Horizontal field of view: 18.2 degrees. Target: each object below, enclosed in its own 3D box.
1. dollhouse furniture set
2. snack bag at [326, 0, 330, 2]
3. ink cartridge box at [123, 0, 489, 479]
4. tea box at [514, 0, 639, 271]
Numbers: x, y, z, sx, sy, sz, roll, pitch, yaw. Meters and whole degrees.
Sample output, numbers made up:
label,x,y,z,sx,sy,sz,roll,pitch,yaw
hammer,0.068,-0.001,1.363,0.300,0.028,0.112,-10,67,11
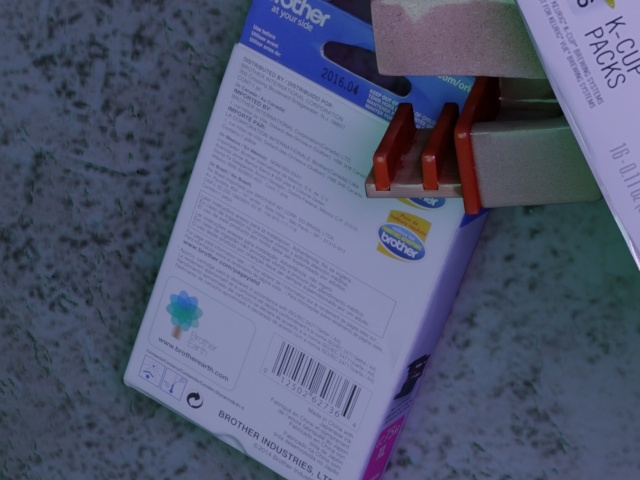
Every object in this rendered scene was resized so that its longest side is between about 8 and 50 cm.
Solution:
label,x,y,z,sx,sy,sz,roll,pitch,yaw
dollhouse furniture set,0.082,-0.147,1.057,0.135,0.262,0.259,2,121,16
snack bag,0.033,-0.359,1.182,0.342,0.037,0.323,-34,85,29
ink cartridge box,0.000,0.000,1.278,0.186,0.065,0.311,29,118,20
tea box,0.322,-0.109,0.905,0.323,0.329,0.220,-27,87,33
